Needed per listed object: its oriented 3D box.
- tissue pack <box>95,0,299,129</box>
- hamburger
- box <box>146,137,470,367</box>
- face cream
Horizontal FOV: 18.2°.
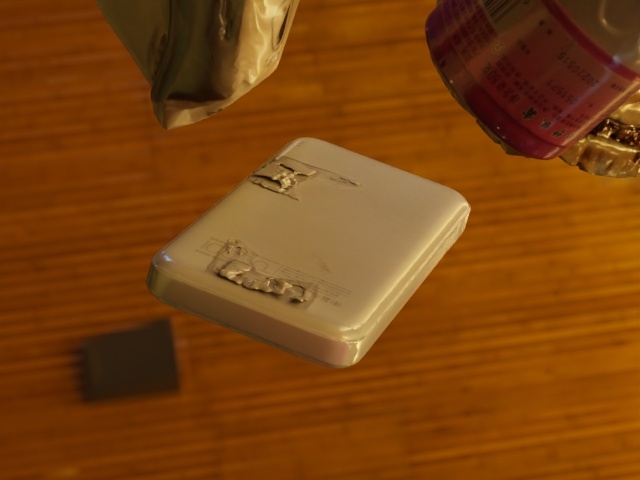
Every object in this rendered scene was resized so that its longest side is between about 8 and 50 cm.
[{"bbox_3d":[-0.081,-0.311,1.391,0.375,0.195,0.390,-111,-151,-66],"label":"tissue pack"},{"bbox_3d":[0.235,-0.187,2.016,0.283,0.259,0.144,48,-54,47],"label":"hamburger"},{"bbox_3d":[0.000,0.000,1.309,0.285,0.142,0.044,-45,152,-63],"label":"box"},{"bbox_3d":[0.215,-0.192,1.731,0.195,0.175,0.175,-41,-136,27],"label":"face cream"}]
